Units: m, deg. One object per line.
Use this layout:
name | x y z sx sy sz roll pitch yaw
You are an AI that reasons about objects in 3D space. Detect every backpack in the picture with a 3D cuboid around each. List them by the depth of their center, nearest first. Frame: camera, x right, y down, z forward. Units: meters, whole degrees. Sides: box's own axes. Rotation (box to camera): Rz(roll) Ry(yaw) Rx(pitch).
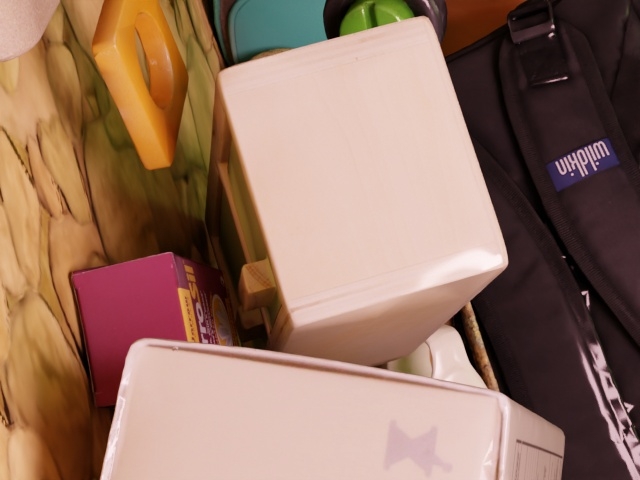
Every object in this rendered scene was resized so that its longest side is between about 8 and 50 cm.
backpack | 0.178 0.057 1.051 0.355 0.290 0.273 58 -1 25

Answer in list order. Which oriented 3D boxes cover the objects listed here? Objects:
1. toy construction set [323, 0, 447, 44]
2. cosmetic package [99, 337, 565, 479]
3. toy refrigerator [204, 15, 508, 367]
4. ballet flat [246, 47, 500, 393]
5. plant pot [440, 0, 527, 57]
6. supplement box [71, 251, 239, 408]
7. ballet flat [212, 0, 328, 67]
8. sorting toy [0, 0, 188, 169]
toy construction set | -0.001 -0.261 0.793 0.309 0.257 0.237 44 35 -13
cosmetic package | 0.016 0.130 0.637 0.296 0.129 0.153 42 58 -75
toy refrigerator | 0.000 0.000 0.724 0.269 0.094 0.102 117 -43 -78
ballet flat | 0.040 0.040 0.913 0.123 0.123 0.349 31 42 -77
plant pot | 0.125 -0.310 1.247 0.203 0.290 0.291 44 33 -53
supplement box | -0.063 0.038 0.654 0.083 0.043 0.055 26 52 -77
ballet flat | -0.039 -0.176 0.974 0.247 0.083 0.087 69 0 -48
sorting toy | -0.127 -0.173 0.564 0.196 0.047 0.348 -76 152 -60
